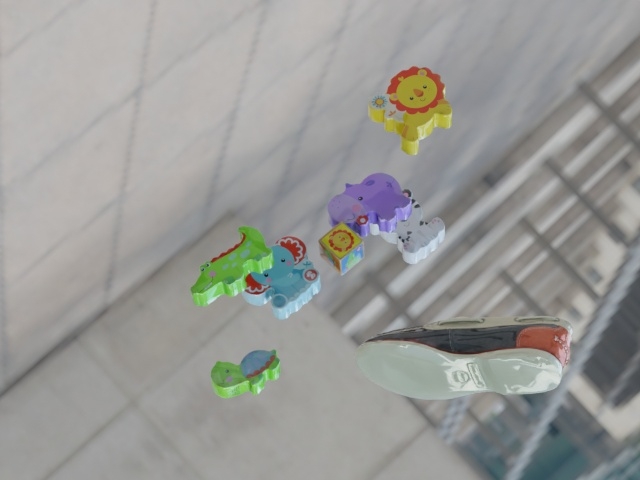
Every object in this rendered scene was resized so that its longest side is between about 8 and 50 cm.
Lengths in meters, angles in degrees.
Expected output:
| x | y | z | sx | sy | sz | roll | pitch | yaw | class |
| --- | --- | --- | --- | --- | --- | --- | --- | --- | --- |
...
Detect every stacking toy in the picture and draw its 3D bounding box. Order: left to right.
| x | y | z | sx | sy | sz | roll | pitch | yaw | class |
| --- | --- | --- | --- | --- | --- | --- | --- | --- | --- |
| 0.000 | 0.000 | 1.092 | 0.221 | 0.052 | 0.167 | -39 | 155 | -19 | stacking toy |

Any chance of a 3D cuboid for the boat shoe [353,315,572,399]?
| x | y | z | sx | sy | sz | roll | pitch | yaw | class |
| --- | --- | --- | --- | --- | --- | --- | --- | --- | --- |
| 0.088 | 0.068 | 1.006 | 0.137 | 0.049 | 0.043 | -3 | -138 | 26 | boat shoe |
